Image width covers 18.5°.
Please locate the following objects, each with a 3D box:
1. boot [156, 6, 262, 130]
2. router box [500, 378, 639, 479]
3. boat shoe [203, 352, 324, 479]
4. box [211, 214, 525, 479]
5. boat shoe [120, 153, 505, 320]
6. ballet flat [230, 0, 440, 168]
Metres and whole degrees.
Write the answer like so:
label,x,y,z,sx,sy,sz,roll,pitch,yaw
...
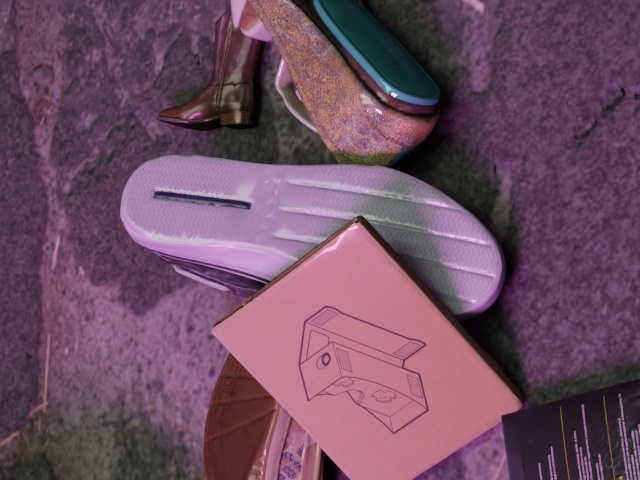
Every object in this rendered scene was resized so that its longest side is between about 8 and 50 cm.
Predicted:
label,x,y,z,sx,sy,sz,roll,pitch,yaw
boot,-0.099,-0.160,1.811,0.106,0.037,0.114,2,83,25
router box,0.211,0.204,1.475,0.133,0.046,0.179,-18,68,34
boat shoe,-0.039,0.201,1.657,0.104,0.089,0.285,-8,70,53
box,0.037,0.098,1.569,0.164,0.021,0.201,-37,102,25
boat shoe,0.000,0.000,1.649,0.335,0.119,0.121,15,75,19
ballet flat,-0.016,-0.192,1.714,0.123,0.123,0.348,-45,56,21
